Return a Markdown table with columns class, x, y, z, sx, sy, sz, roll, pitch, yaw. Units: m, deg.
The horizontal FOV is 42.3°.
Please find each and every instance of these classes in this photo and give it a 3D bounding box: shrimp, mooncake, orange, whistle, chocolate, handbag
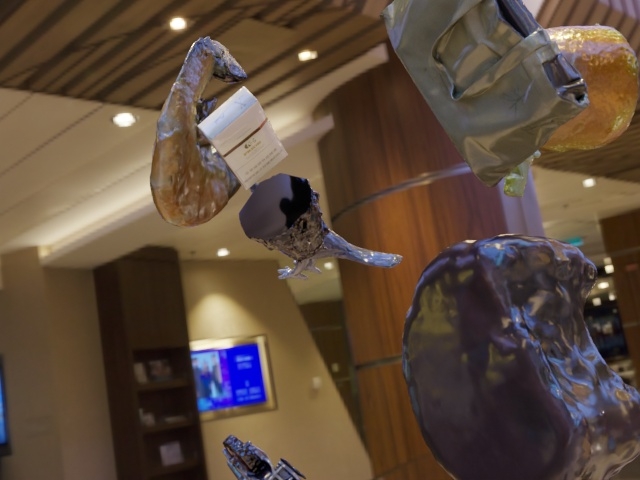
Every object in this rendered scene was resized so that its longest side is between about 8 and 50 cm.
| class | x | y | z | sx | sy | sz | roll | pitch | yaw |
| --- | --- | --- | --- | --- | --- | --- | --- | --- | --- |
| shrimp | -0.158 | -0.176 | 1.268 | 0.085 | 0.271 | 0.445 | 9 | 16 | 12 |
| mooncake | 0.279 | 0.186 | 1.197 | 0.212 | 0.380 | 0.351 | 0 | -14 | -36 |
| orange | 0.496 | -0.315 | 1.745 | 0.335 | 0.262 | 0.196 | 7 | 20 | 34 |
| whistle | 0.347 | -0.171 | 1.414 | 0.104 | 0.198 | 0.057 | 7 | -1 | 29 |
| chocolate | -0.050 | -0.021 | 1.481 | 0.156 | 0.156 | 0.133 | -14 | -43 | 23 |
| handbag | 0.219 | -0.255 | 1.145 | 0.109 | 0.315 | 0.253 | -23 | -10 | -26 |

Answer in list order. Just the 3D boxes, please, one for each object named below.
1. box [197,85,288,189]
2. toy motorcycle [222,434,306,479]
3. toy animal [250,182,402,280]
| class | x | y | z | sx | sy | sz | roll | pitch | yaw |
| --- | --- | --- | --- | --- | --- | --- | --- | --- | --- |
| box | -0.105 | -0.139 | 1.158 | 0.084 | 0.040 | 0.154 | -39 | -27 | -4 |
| toy motorcycle | -0.064 | 0.370 | 1.226 | 0.080 | 0.215 | 0.122 | -42 | -6 | -23 |
| toy animal | -0.025 | 0.014 | 1.759 | 0.367 | 0.081 | 0.205 | 30 | -44 | 4 |
